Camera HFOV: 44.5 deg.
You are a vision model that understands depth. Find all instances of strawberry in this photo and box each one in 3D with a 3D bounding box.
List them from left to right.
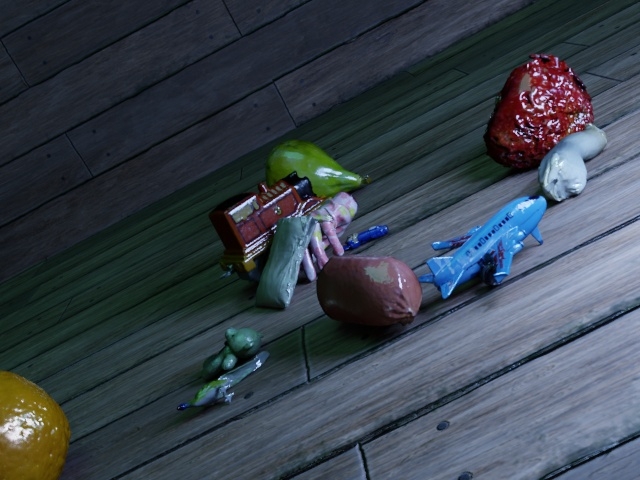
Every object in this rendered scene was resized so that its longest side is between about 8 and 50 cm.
[{"bbox_3d":[0.512,-0.287,1.805,0.220,0.274,0.274,22,40,18],"label":"strawberry"}]

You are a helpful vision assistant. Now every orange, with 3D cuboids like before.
[{"bbox_3d":[-0.666,0.401,1.506,0.341,0.293,0.340,-27,18,10],"label":"orange"}]

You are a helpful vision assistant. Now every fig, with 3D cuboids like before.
[{"bbox_3d":[-0.028,-0.213,2.365,0.314,0.233,0.233,-21,18,40],"label":"fig"}]

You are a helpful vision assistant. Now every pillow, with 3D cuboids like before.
[{"bbox_3d":[-0.087,0.050,1.847,0.148,0.050,0.229,-1,68,58],"label":"pillow"}]

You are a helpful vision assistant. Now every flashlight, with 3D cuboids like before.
[{"bbox_3d":[0.108,-0.011,1.911,0.121,0.035,0.057,-22,18,20],"label":"flashlight"}]

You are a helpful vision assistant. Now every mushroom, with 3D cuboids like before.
[{"bbox_3d":[0.523,-0.169,1.634,0.096,0.099,0.278,-7,24,38],"label":"mushroom"}]

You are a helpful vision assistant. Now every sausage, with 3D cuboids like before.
[{"bbox_3d":[0.087,0.092,1.489,0.254,0.148,0.148,-5,29,49],"label":"sausage"}]

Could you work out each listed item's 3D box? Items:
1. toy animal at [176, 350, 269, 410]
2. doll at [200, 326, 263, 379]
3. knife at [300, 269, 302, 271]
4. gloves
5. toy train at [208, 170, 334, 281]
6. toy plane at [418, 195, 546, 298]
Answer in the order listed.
[{"bbox_3d":[-0.178,0.281,1.530,0.217,0.041,0.075,-31,16,-21],"label":"toy animal"},{"bbox_3d":[-0.193,0.233,1.641,0.150,0.077,0.115,-37,5,11],"label":"doll"},{"bbox_3d":[-0.054,0.076,1.962,0.091,0.005,0.014,-39,21,-28],"label":"knife"},{"bbox_3d":[-0.006,-0.010,1.909,0.241,0.126,0.145,-44,21,-30],"label":"gloves"},{"bbox_3d":[-0.129,-0.034,2.008,0.369,0.231,0.163,-36,18,-26],"label":"toy train"},{"bbox_3d":[0.308,0.013,1.429,0.271,0.105,0.254,-30,18,-8],"label":"toy plane"}]
